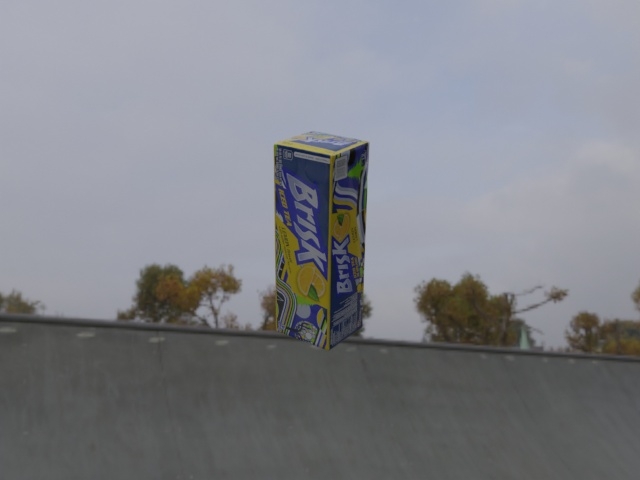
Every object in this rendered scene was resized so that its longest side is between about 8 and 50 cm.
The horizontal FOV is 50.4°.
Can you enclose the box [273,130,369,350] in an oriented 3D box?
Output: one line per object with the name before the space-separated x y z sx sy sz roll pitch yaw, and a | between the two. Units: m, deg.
box | 0.000 0.000 0.558 0.059 0.169 0.054 16 27 32
